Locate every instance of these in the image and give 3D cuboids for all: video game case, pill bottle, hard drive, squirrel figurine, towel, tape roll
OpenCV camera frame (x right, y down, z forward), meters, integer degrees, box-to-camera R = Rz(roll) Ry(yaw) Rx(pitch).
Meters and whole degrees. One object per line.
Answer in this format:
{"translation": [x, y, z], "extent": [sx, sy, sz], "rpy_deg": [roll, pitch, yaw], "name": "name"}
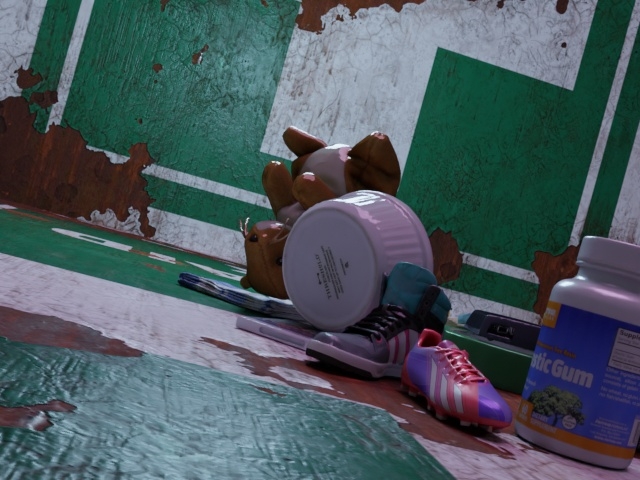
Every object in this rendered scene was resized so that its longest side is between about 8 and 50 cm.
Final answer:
{"translation": [-0.018, 0.166, 1.469], "extent": [0.183, 0.023, 0.201], "rpy_deg": [15, 0, 27], "name": "video game case"}
{"translation": [0.356, 0.138, 1.101], "extent": [0.152, 0.272, 0.152], "rpy_deg": [15, -1, 0], "name": "pill bottle"}
{"translation": [0.426, 0.195, 1.715], "extent": [0.255, 0.054, 0.172], "rpy_deg": [15, 0, -1], "name": "hard drive"}
{"translation": [0.000, 0.000, 1.857], "extent": [0.281, 0.370, 0.397], "rpy_deg": [14, -30, 33], "name": "squirrel figurine"}
{"translation": [-0.154, 0.126, 1.906], "extent": [0.285, 0.034, 0.209], "rpy_deg": [15, -1, 36], "name": "towel"}
{"translation": [0.366, 0.247, 1.741], "extent": [0.321, 0.077, 0.321], "rpy_deg": [15, 0, 0], "name": "tape roll"}

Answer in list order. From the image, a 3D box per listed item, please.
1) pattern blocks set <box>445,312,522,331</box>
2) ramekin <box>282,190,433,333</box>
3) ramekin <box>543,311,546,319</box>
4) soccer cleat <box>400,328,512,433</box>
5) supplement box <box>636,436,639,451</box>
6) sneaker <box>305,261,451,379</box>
{"translation": [0.314, 0.203, 1.982], "extent": [0.285, 0.026, 0.325], "rpy_deg": [12, -18, -34], "name": "pattern blocks set"}
{"translation": [0.052, 0.045, 1.508], "extent": [0.273, 0.273, 0.127], "rpy_deg": [15, 11, 37], "name": "ramekin"}
{"translation": [0.698, 0.291, 2.163], "extent": [0.303, 0.148, 0.303], "rpy_deg": [16, -6, 2], "name": "ramekin"}
{"translation": [0.175, 0.180, 1.122], "extent": [0.083, 0.095, 0.248], "rpy_deg": [16, -1, -17], "name": "soccer cleat"}
{"translation": [0.552, 0.292, 1.292], "extent": [0.188, 0.081, 0.104], "rpy_deg": [15, 0, 12], "name": "supplement box"}
{"translation": [0.104, 0.118, 1.312], "extent": [0.124, 0.178, 0.295], "rpy_deg": [15, 0, 38], "name": "sneaker"}
